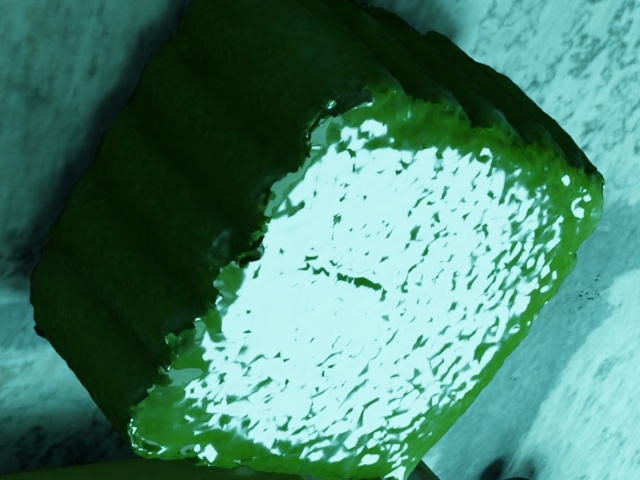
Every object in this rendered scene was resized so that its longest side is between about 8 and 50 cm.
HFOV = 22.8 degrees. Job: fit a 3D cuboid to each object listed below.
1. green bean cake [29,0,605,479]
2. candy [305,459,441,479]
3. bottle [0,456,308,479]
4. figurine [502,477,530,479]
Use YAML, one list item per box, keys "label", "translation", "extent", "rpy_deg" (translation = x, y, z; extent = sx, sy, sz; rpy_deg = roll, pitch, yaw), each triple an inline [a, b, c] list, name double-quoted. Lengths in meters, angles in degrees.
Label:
- label: "green bean cake"
  translation: [0.000, 0.000, 0.870]
  extent: [0.250, 0.156, 0.247]
  rpy_deg: [14, 115, -45]
- label: "candy"
  translation: [0.020, 0.243, 1.087]
  extent: [0.137, 0.195, 0.185]
  rpy_deg: [1, 122, -42]
- label: "bottle"
  translation: [-0.174, 0.218, 0.926]
  extent: [0.351, 0.171, 0.171]
  rpy_deg: [-2, 127, -36]
- label: "figurine"
  translation: [0.158, 0.309, 1.260]
  extent: [0.265, 0.197, 0.175]
  rpy_deg: [-46, 145, -27]
